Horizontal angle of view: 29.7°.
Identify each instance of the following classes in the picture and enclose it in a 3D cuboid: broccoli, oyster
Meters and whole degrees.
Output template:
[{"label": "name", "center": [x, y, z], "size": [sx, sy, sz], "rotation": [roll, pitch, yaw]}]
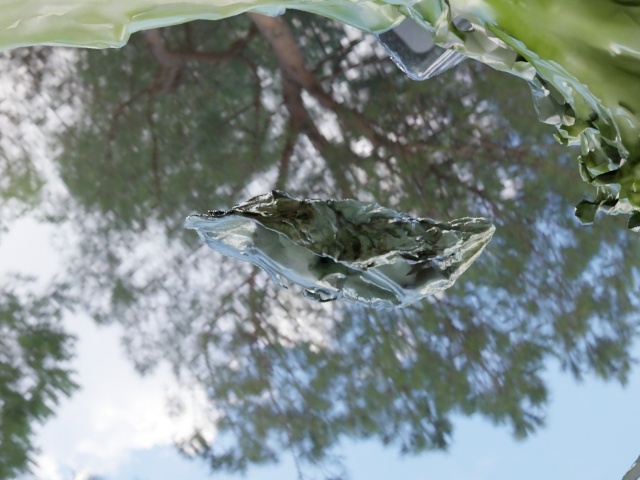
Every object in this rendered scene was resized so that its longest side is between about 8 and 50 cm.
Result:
[{"label": "broccoli", "center": [0.029, -0.111, 0.476], "size": [0.361, 0.252, 0.221], "rotation": [-23, -140, 4]}, {"label": "oyster", "center": [-0.001, 0.003, 1.057], "size": [0.252, 0.199, 0.087], "rotation": [-29, -146, 56]}]

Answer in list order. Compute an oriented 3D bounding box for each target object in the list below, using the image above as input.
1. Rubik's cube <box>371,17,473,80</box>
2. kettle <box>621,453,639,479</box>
[{"label": "Rubik's cube", "center": [0.099, -0.321, 0.853], "size": [0.303, 0.305, 0.301], "rotation": [-42, -179, 15]}, {"label": "kettle", "center": [0.491, 0.314, 1.280], "size": [0.318, 0.265, 0.205], "rotation": [42, -73, 11]}]
